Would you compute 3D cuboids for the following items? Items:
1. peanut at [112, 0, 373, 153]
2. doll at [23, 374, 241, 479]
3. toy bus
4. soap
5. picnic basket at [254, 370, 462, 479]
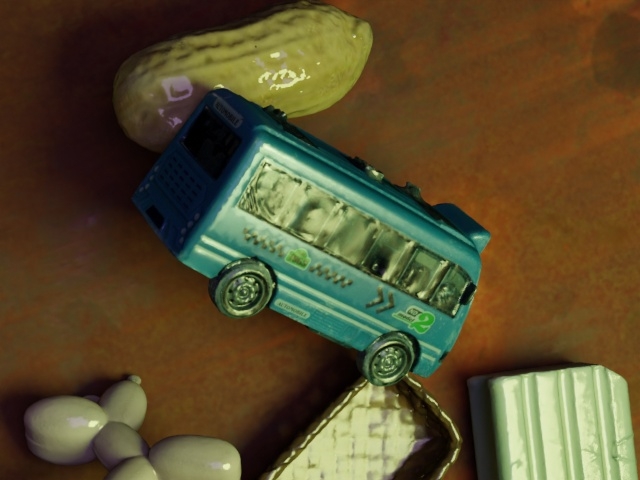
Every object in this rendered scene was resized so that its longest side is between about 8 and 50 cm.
[{"bbox_3d":[-0.054,-0.121,1.015,0.214,0.098,0.090,-21,66,-23],"label":"peanut"},{"bbox_3d":[-0.142,0.160,0.954,0.160,0.059,0.161,20,44,21],"label":"doll"},{"bbox_3d":[0.000,0.000,0.973,0.246,0.113,0.134,27,100,-34],"label":"toy bus"},{"bbox_3d":[0.189,0.199,1.086,0.119,0.066,0.198,-5,88,-19],"label":"soap"},{"bbox_3d":[0.014,0.185,1.039,0.193,0.055,0.110,-44,100,-16],"label":"picnic basket"}]
